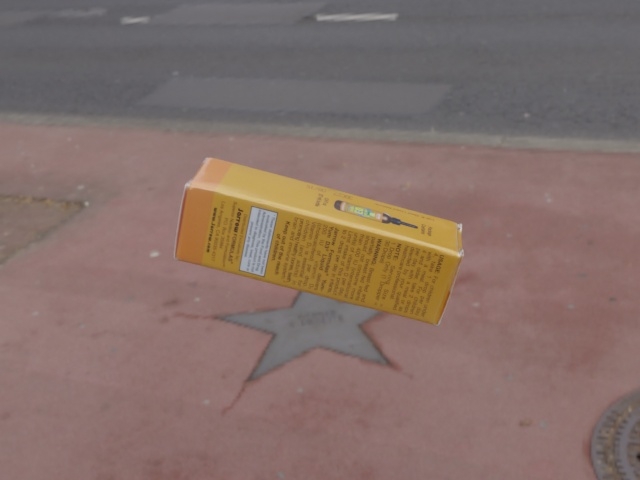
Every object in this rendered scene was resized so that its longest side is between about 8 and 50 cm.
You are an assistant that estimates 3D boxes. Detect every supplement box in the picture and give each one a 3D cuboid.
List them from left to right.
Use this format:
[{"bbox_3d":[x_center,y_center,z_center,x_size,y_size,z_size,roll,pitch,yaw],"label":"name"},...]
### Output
[{"bbox_3d":[0.000,0.000,0.766,0.233,0.080,0.078,13,24,2],"label":"supplement box"}]
